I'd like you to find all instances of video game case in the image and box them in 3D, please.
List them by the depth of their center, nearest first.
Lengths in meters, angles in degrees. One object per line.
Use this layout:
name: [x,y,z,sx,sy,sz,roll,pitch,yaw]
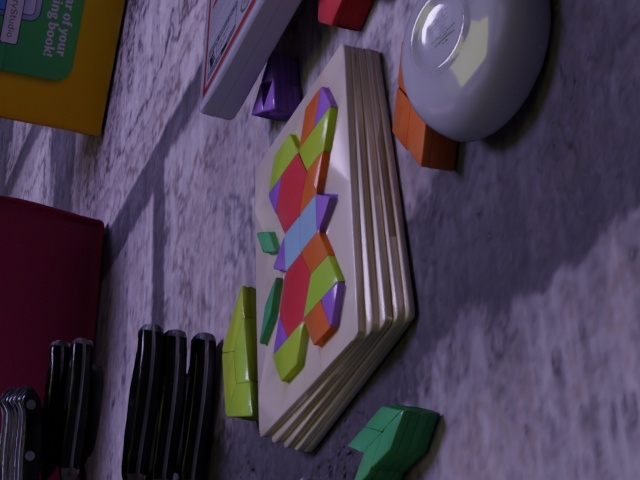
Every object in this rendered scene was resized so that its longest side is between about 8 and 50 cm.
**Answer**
video game case: [-0.024,-0.242,0.983,0.204,0.025,0.285,126,151,-52]

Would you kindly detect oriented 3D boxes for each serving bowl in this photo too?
serving bowl: [0.059,-0.085,0.688,0.083,0.027,0.083,-27,55,49]

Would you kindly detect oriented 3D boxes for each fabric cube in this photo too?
fabric cube: [-0.364,0.096,1.346,0.258,0.259,0.254,-14,65,47]

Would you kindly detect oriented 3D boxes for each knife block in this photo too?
knife block: [-0.115,0.200,1.008,0.275,0.242,0.088,54,161,-8]

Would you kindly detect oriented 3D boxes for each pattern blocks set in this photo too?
pattern blocks set: [0.000,0.000,0.839,0.325,0.026,0.285,-101,28,-43]

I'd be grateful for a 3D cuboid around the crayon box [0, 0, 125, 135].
crayon box: [-0.317,-0.297,1.410,0.106,0.313,0.363,-160,80,-66]
